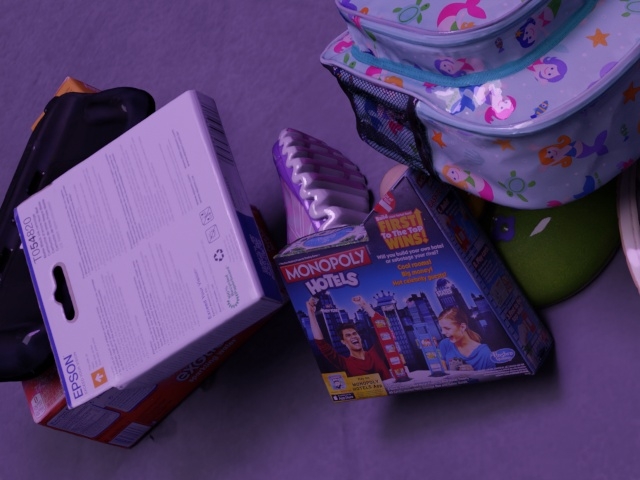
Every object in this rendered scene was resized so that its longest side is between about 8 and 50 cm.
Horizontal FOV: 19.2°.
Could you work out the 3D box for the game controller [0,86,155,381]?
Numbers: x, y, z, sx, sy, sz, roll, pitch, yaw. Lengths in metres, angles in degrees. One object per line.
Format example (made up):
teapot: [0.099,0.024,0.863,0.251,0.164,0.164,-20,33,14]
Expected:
game controller: [-0.260,-0.009,1.833,0.166,0.067,0.319,0,62,38]

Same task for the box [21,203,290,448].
box: [-0.166,0.070,1.818,0.257,0.128,0.123,-43,50,22]

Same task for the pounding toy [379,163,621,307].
pounding toy: [0.142,-0.056,1.602,0.237,0.110,0.183,40,101,43]

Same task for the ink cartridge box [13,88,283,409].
ink cartridge box: [-0.159,0.013,1.702,0.224,0.045,0.223,-30,63,23]

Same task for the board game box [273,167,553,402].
board game box: [0.069,0.028,1.571,0.194,0.060,0.194,-10,111,29]

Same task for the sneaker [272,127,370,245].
sneaker: [0.000,0.000,1.726,0.104,0.095,0.236,-48,49,28]

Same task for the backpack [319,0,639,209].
backpack: [0.150,-0.148,1.459,0.225,0.191,0.253,-41,48,-17]

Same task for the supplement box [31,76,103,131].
supplement box: [-0.205,-0.078,1.946,0.233,0.078,0.080,42,103,42]

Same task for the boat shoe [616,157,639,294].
boat shoe: [0.290,-0.040,1.470,0.092,0.102,0.285,-31,50,36]
